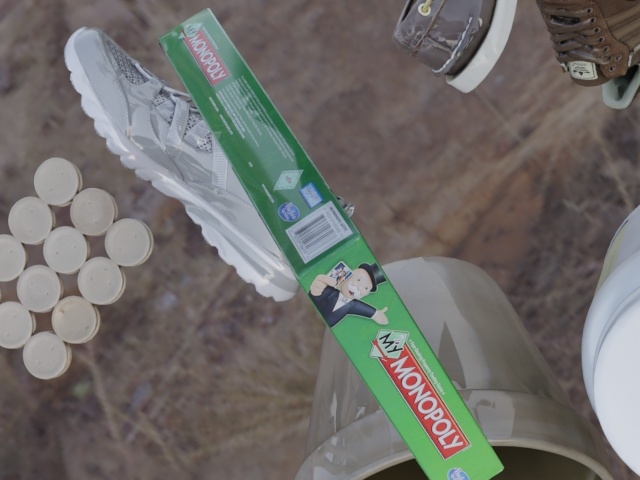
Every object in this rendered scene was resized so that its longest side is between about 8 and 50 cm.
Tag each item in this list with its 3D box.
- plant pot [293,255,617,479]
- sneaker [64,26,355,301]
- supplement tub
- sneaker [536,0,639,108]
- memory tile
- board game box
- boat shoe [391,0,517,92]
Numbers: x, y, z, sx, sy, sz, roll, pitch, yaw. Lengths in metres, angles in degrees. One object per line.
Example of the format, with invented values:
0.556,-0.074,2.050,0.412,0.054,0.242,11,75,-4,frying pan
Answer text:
0.117,0.182,1.640,0.323,0.323,0.280,-29,45,22,plant pot
-0.092,-0.083,1.345,0.115,0.281,0.105,-45,8,9,sneaker
0.363,0.084,1.480,0.235,0.235,0.325,-30,6,20,supplement tub
0.174,-0.134,1.010,0.066,0.188,0.071,12,86,32,sneaker
-0.204,0.022,1.242,0.113,0.012,0.148,39,98,11,memory tile
0.000,0.000,1.050,0.046,0.213,0.317,-33,37,1,board game box
0.138,-0.288,1.585,0.116,0.097,0.324,-47,24,50,boat shoe
